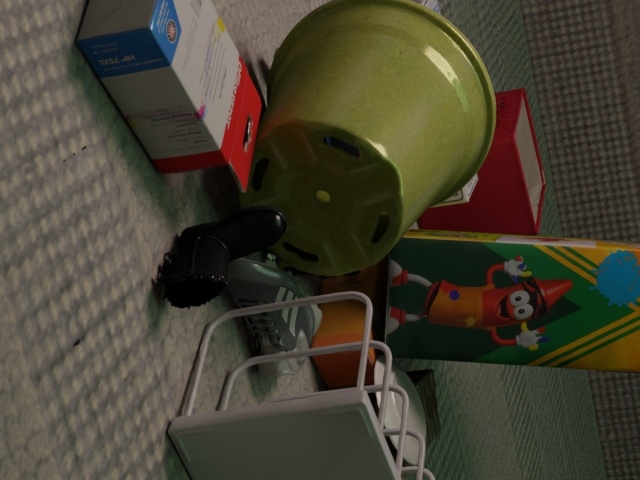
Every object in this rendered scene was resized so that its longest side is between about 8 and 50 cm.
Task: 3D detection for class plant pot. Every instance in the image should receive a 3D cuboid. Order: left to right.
[{"bbox_3d":[0.033,-0.098,1.527,0.254,0.276,0.276,-57,137,-57],"label":"plant pot"}]

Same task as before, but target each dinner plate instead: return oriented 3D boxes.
[{"bbox_3d":[0.103,0.205,1.713,0.141,0.017,0.141,52,26,-38],"label":"dinner plate"}]

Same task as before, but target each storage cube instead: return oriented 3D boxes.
[{"bbox_3d":[0.255,-0.120,2.308,0.184,0.193,0.215,-68,145,-56],"label":"storage cube"}]

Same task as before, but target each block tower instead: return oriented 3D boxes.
[{"bbox_3d":[0.073,0.248,1.772,0.335,0.097,0.091,-34,115,-71],"label":"block tower"}]

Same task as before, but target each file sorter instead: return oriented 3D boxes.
[{"bbox_3d":[-0.001,0.216,1.414,0.173,0.192,0.278,-79,154,-51],"label":"file sorter"}]

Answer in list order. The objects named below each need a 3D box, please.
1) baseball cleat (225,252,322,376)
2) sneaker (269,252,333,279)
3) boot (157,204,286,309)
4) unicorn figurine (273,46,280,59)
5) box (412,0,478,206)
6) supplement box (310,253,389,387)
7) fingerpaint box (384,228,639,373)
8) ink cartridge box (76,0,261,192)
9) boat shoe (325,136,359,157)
[{"bbox_3d":[-0.053,0.086,1.498,0.206,0.072,0.110,38,58,-56],"label":"baseball cleat"},{"bbox_3d":[0.000,0.000,1.675,0.209,0.069,0.082,9,60,-63],"label":"sneaker"},{"bbox_3d":[-0.094,0.016,1.333,0.099,0.121,0.045,-80,153,-57],"label":"boot"},{"bbox_3d":[-0.024,-0.183,1.707,0.162,0.060,0.111,174,-108,-87],"label":"unicorn figurine"},{"bbox_3d":[0.104,-0.186,1.922,0.087,0.169,0.290,-61,140,-61],"label":"box"},{"bbox_3d":[0.046,0.073,1.786,0.080,0.078,0.233,63,27,-44],"label":"supplement box"},{"bbox_3d":[0.286,0.076,1.886,0.445,0.371,0.163,-14,107,-84],"label":"fingerpaint box"},{"bbox_3d":[-0.136,-0.159,1.333,0.231,0.078,0.134,62,27,-46],"label":"ink cartridge box"},{"bbox_3d":[0.053,-0.142,1.855,0.109,0.089,0.258,-91,170,-62],"label":"boat shoe"}]
